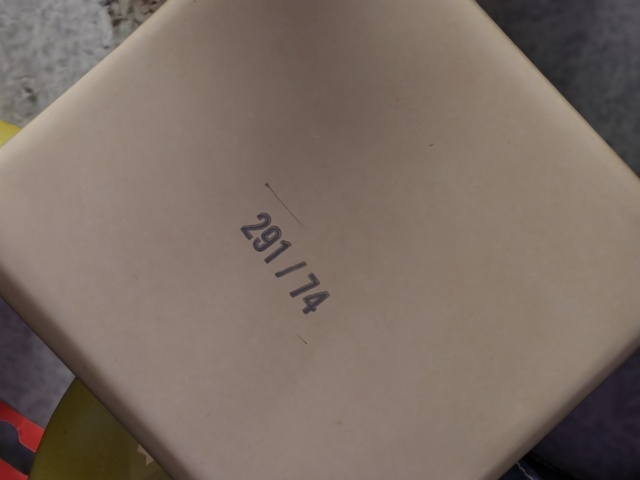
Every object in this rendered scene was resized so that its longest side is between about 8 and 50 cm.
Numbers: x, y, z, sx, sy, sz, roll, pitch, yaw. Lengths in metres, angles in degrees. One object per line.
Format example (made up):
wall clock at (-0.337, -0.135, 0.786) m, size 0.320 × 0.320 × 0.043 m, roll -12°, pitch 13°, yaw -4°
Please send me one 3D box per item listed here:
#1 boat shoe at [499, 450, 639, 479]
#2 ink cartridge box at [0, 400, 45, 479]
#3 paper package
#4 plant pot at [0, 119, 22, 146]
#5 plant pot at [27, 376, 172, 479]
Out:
boat shoe at (0.207, 0.194, 1.051) m, size 0.254 × 0.095 × 0.079 m, roll 38°, pitch 105°, yaw -1°
ink cartridge box at (-0.253, 0.186, 1.070) m, size 0.181 × 0.056 × 0.224 m, roll 34°, pitch 59°, yaw 1°
paper package at (0.000, 0.000, 0.978) m, size 0.309 × 0.168 × 0.325 m, roll -43°, pitch 90°, yaw -2°
plant pot at (-0.230, -0.036, 1.083) m, size 0.081 × 0.083 × 0.081 m, roll 23°, pitch 103°, yaw 3°
plant pot at (-0.131, 0.152, 1.068) m, size 0.095 × 0.134 × 0.134 m, roll -43°, pitch 92°, yaw 4°
